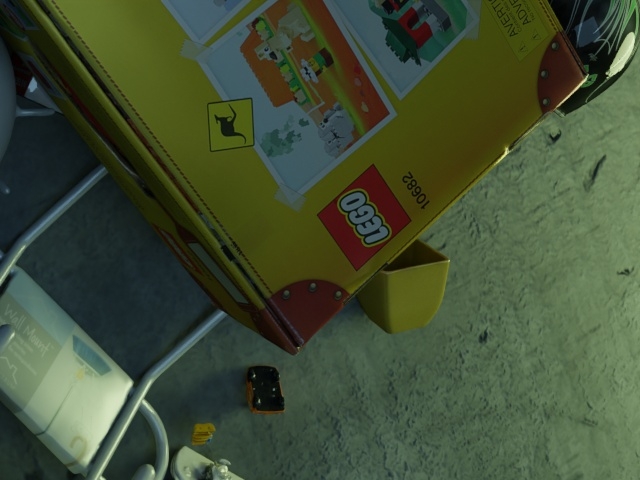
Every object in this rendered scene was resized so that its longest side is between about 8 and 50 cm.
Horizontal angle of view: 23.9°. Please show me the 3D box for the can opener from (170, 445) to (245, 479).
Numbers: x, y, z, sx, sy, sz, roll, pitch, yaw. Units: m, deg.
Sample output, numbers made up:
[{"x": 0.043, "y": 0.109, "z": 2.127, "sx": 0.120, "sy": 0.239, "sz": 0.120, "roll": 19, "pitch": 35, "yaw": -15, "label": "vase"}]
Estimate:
[{"x": -0.060, "y": 0.305, "z": 1.604, "sx": 0.280, "sy": 0.074, "sz": 0.093, "roll": 31, "pitch": 120, "yaw": -26, "label": "can opener"}]

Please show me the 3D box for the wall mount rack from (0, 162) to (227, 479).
[{"x": -0.206, "y": 0.078, "z": 1.451, "sx": 0.350, "sy": 0.130, "sz": 0.304, "roll": 50, "pitch": 45, "yaw": -26, "label": "wall mount rack"}]

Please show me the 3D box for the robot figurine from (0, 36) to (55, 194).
[{"x": -0.401, "y": -0.130, "z": 1.226, "sx": 0.353, "sy": 0.200, "sz": 0.300, "roll": 19, "pitch": 50, "yaw": -3, "label": "robot figurine"}]

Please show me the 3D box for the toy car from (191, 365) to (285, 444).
[{"x": -0.092, "y": 0.172, "z": 1.566, "sx": 0.122, "sy": 0.060, "sz": 0.040, "roll": -15, "pitch": 150, "yaw": -30, "label": "toy car"}]

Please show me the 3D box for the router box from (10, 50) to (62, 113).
[{"x": -0.086, "y": -0.210, "z": 1.417, "sx": 0.335, "sy": 0.082, "sz": 0.301, "roll": 25, "pitch": 90, "yaw": -31, "label": "router box"}]

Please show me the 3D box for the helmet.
[{"x": 0.262, "y": -0.230, "z": 1.611, "sx": 0.169, "sy": 0.169, "sz": 0.161, "roll": 34, "pitch": 101, "yaw": -28, "label": "helmet"}]

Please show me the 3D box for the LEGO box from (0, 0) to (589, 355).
[{"x": -0.057, "y": -0.219, "z": 1.268, "sx": 0.372, "sy": 0.193, "sz": 0.500, "roll": -42, "pitch": 118, "yaw": -13, "label": "LEGO box"}]

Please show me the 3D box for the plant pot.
[{"x": 0.083, "y": 0.052, "z": 1.614, "sx": 0.081, "sy": 0.081, "sz": 0.083, "roll": -10, "pitch": 114, "yaw": -25, "label": "plant pot"}]
